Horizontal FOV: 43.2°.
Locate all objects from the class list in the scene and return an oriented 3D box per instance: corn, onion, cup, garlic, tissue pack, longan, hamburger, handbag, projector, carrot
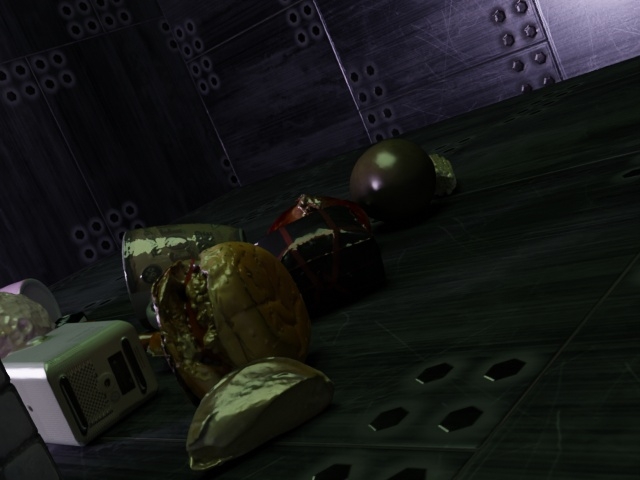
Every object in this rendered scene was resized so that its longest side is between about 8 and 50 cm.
[{"bbox_3d":[0.289,-0.155,1.999,0.087,0.087,0.211,-21,16,11],"label":"corn"},{"bbox_3d":[-0.013,-0.028,1.705,0.230,0.163,0.230,-19,32,13],"label":"onion"},{"bbox_3d":[-0.279,0.078,1.741,0.257,0.227,0.301,-13,30,2],"label":"cup"},{"bbox_3d":[-0.087,0.205,1.000,0.195,0.087,0.101,-24,23,-19],"label":"garlic"},{"bbox_3d":[-0.581,0.239,1.845,0.090,0.103,0.170,-16,11,1],"label":"tissue pack"},{"bbox_3d":[0.169,-0.135,1.842,0.196,0.197,0.220,-27,5,-18],"label":"longan"},{"bbox_3d":[-0.119,0.113,1.137,0.163,0.244,0.244,-20,11,12],"label":"hamburger"},{"bbox_3d":[-0.004,0.039,1.449,0.215,0.155,0.169,-23,24,-4],"label":"handbag"},{"bbox_3d":[-0.419,0.234,1.352,0.242,0.163,0.177,-11,15,42],"label":"projector"},{"bbox_3d":[-0.344,0.205,1.696,0.142,0.035,0.035,-15,11,6],"label":"carrot"}]

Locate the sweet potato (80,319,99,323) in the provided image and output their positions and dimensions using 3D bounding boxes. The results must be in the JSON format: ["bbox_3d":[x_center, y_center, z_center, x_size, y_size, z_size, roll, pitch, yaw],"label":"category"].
[{"bbox_3d":[-0.475,0.221,1.688,0.112,0.112,0.359,-26,13,-13],"label":"sweet potato"}]

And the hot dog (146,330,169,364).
[{"bbox_3d":[-0.199,0.166,1.455,0.268,0.075,0.144,-15,10,26],"label":"hot dog"}]

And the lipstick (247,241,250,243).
[{"bbox_3d":[-0.248,0.048,2.220,0.048,0.048,0.158,-16,13,36],"label":"lipstick"}]

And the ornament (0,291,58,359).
[{"bbox_3d":[-0.628,0.226,1.595,0.225,0.259,0.259,-13,9,-11],"label":"ornament"}]

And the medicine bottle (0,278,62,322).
[{"bbox_3d":[-0.890,0.253,2.111,0.388,0.219,0.219,-23,10,9],"label":"medicine bottle"}]

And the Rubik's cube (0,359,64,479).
[{"bbox_3d":[-0.605,0.281,1.021,0.337,0.344,0.344,-16,13,32],"label":"Rubik's cube"}]
